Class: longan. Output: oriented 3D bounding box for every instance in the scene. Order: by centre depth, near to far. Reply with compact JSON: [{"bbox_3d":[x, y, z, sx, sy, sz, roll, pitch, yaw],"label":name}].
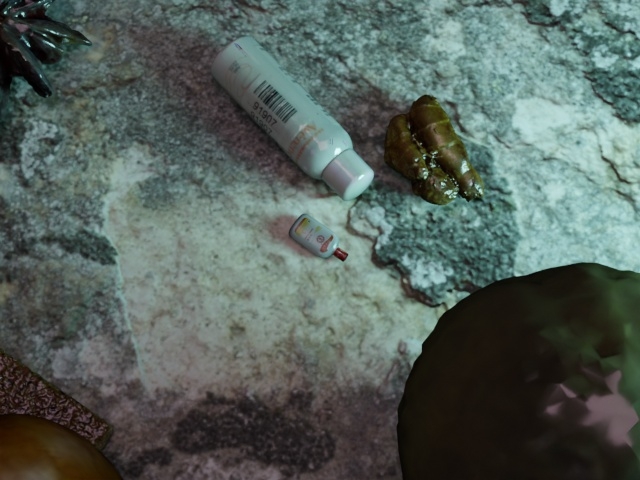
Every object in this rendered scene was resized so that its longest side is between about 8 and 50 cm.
[{"bbox_3d":[0.280,0.244,1.327,0.404,0.404,0.436,-16,94,-2],"label":"longan"}]

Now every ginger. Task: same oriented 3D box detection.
[{"bbox_3d":[0.143,-0.111,1.618,0.103,0.073,0.162,-28,73,-6],"label":"ginger"}]

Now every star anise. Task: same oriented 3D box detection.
[{"bbox_3d":[-0.436,-0.292,1.689,0.212,0.129,0.283,-3,79,8],"label":"star anise"}]

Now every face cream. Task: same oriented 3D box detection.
[{"bbox_3d":[0.000,0.000,1.615,0.083,0.021,0.040,34,77,13],"label":"face cream"},{"bbox_3d":[-0.034,-0.161,1.640,0.082,0.082,0.269,-41,73,-10],"label":"face cream"}]

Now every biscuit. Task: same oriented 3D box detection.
[{"bbox_3d":[-0.388,0.228,1.556,0.231,0.025,0.131,30,76,13],"label":"biscuit"}]

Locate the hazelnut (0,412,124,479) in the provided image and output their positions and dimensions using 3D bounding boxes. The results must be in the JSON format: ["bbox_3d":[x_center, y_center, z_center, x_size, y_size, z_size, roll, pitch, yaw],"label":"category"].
[{"bbox_3d":[-0.351,0.377,1.364,0.372,0.315,0.372,-17,52,23],"label":"hazelnut"}]
